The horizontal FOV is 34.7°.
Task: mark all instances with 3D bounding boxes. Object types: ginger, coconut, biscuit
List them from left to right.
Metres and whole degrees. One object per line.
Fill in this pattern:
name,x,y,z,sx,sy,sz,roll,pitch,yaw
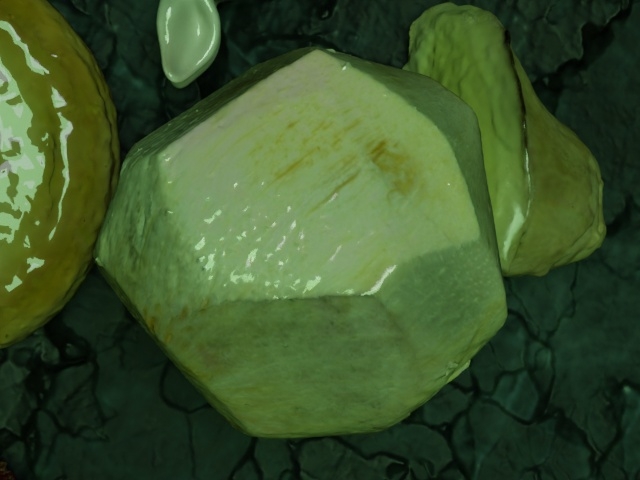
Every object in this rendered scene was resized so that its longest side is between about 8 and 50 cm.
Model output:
biscuit,-0.247,-0.076,0.622,0.274,0.091,0.213,29,88,-5
coconut,0.000,0.000,0.601,0.236,0.197,0.237,-1,69,3
ginger,0.125,-0.067,0.685,0.122,0.115,0.193,-2,82,-30

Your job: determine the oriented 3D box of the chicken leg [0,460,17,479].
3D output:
chicken leg,-0.274,0.130,0.639,0.219,0.048,0.089,40,81,-7

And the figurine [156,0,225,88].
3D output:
figurine,-0.046,-0.219,0.642,0.155,0.127,0.236,-7,96,-18
